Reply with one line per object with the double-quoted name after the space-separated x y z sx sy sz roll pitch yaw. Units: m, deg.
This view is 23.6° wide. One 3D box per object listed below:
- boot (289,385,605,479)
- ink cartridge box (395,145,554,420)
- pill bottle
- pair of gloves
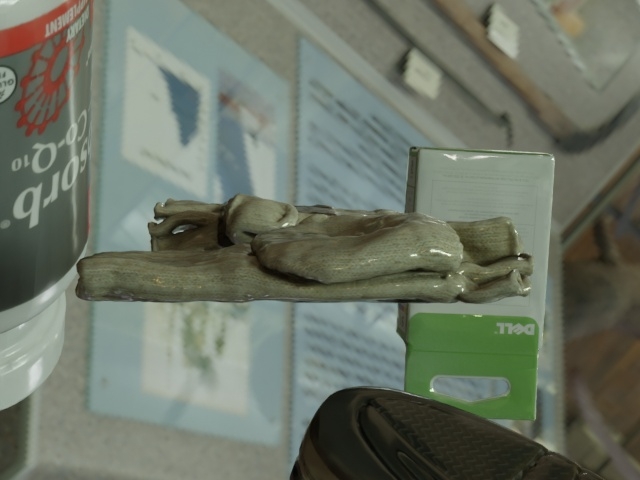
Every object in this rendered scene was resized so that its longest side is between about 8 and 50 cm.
0.094 0.268 0.678 0.284 0.377 0.138 -57 177 26 "boot"
0.120 0.032 1.208 0.062 0.109 0.209 -142 -125 -84 "ink cartridge box"
-0.261 -0.062 1.045 0.210 0.210 0.363 -28 142 -34 "pill bottle"
0.000 0.000 0.745 0.240 0.204 0.042 -40 131 -82 "pair of gloves"
